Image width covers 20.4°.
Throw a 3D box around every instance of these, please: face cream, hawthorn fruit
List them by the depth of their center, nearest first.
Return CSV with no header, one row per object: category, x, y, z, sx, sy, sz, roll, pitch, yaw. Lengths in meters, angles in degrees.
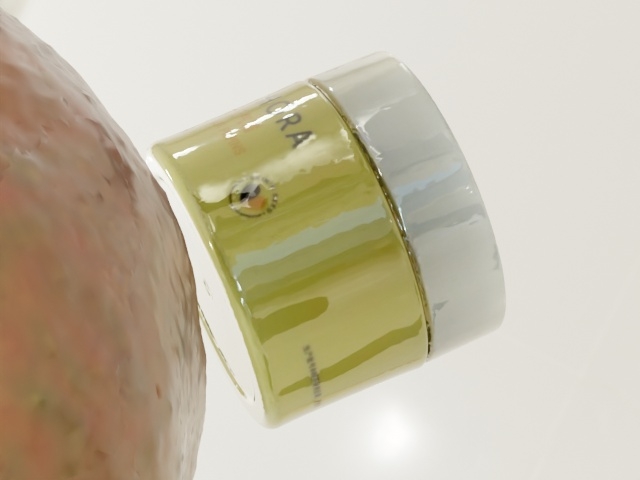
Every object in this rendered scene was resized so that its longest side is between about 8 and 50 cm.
hawthorn fruit,-0.223,0.095,0.783,0.403,0.403,0.403,-50,-24,-32
face cream,0.000,0.000,1.244,0.179,0.218,0.218,-23,-32,-11
